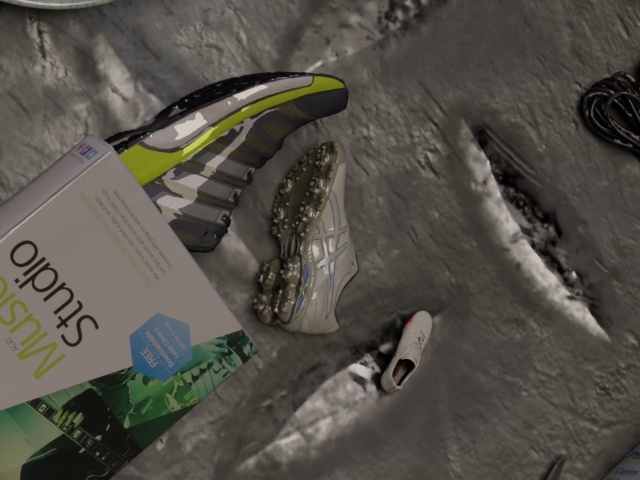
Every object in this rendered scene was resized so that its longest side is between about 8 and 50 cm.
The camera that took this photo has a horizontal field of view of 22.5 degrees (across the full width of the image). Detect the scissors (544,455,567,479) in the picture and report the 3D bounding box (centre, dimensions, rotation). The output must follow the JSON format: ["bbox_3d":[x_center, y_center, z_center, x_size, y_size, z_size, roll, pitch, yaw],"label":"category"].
[{"bbox_3d":[0.156,0.333,1.469,0.297,0.021,0.109,-43,95,-19],"label":"scissors"}]

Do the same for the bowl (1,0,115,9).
[{"bbox_3d":[-0.218,-0.353,1.328,0.290,0.289,0.156,8,39,-18],"label":"bowl"}]

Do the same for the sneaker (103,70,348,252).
[{"bbox_3d":[-0.102,-0.058,1.391,0.300,0.111,0.121,-28,107,-16],"label":"sneaker"}]

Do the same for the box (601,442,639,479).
[{"bbox_3d":[0.315,0.270,1.499,0.137,0.072,0.126,-40,98,-19],"label":"box"}]

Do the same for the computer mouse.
[{"bbox_3d":[0.399,-0.167,1.577,0.188,0.072,0.272,42,73,-9],"label":"computer mouse"}]

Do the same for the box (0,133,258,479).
[{"bbox_3d":[-0.234,0.104,1.280,0.322,0.058,0.232,-40,121,-10],"label":"box"}]

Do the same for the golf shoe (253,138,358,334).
[{"bbox_3d":[0.000,0.000,1.439,0.086,0.069,0.176,22,80,-36],"label":"golf shoe"}]

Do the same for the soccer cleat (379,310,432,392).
[{"bbox_3d":[0.081,0.101,1.458,0.029,0.035,0.083,34,75,-12],"label":"soccer cleat"}]
